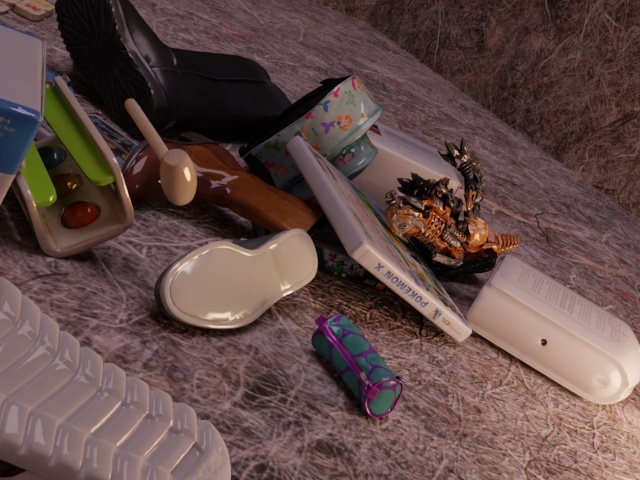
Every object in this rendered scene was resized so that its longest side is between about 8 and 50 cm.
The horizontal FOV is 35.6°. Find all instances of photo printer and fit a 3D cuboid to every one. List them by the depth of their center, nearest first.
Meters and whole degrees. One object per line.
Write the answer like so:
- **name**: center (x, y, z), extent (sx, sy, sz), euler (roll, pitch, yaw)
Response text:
- **photo printer**: center (0.418, 0.157, 1.740), extent (0.307, 0.107, 0.256), euler (31, 20, 9)

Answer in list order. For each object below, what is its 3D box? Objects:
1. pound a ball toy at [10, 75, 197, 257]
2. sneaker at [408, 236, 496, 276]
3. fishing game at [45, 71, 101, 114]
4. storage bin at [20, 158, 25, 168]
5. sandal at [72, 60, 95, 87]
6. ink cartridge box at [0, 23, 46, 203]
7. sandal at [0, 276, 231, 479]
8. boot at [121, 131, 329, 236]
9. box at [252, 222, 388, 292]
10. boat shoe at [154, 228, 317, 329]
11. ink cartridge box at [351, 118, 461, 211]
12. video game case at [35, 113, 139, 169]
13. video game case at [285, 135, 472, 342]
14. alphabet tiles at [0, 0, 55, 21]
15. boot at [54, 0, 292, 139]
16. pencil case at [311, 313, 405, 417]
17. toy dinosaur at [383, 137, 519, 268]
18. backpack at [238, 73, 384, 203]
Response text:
- **pound a ball toy**: center (-0.311, -0.099, 1.341), extent (0.208, 0.136, 0.319), euler (-23, 42, -18)
- **sneaker**: center (0.233, 0.029, 1.906), extent (0.234, 0.084, 0.097), euler (10, -3, -37)
- **fishing game**: center (-0.514, -0.289, 1.745), extent (0.264, 0.041, 0.189), euler (34, 23, 16)
- **storage bin**: center (-0.469, -0.162, 1.085), extent (0.260, 0.123, 0.262), euler (-2, -8, -12)
- **sandal**: center (-0.436, -0.381, 2.023), extent (0.120, 0.086, 0.303), euler (31, 34, -8)
- **ink cartridge box**: center (-0.413, -0.072, 0.914), extent (0.223, 0.307, 0.129), euler (16, 39, -30)
- **sandal**: center (-0.272, 0.151, 0.895), extent (0.416, 0.102, 0.169), euler (36, 33, -12)
- **boot**: center (-0.150, -0.055, 1.538), extent (0.280, 0.096, 0.264), euler (31, 20, 14)
- **box**: center (0.000, 0.000, 1.682), extent (0.233, 0.044, 0.159), euler (20, 21, -21)
- **boat shoe**: center (-0.126, 0.054, 1.360), extent (0.099, 0.116, 0.319), euler (-12, 5, 34)
- **ink cartridge box**: center (0.121, -0.170, 2.137), extent (0.309, 0.130, 0.272), euler (24, 18, -9)
- **video game case**: center (-0.363, -0.149, 1.619), extent (0.201, 0.023, 0.183), euler (34, 21, 21)
- **video game case**: center (0.092, -0.005, 1.639), extent (0.300, 0.036, 0.329), euler (38, 14, -37)
- **alphabet tiles**: center (-0.723, -0.552, 2.155), extent (0.284, 0.021, 0.278), euler (25, 19, -6)
- **boot**: center (-0.275, -0.363, 1.977), extent (0.445, 0.146, 0.367), euler (-10, 70, -55)
- **pencil case**: center (0.048, 0.162, 1.313), extent (0.070, 0.064, 0.152), euler (43, 2, -46)
- **toy dinosaur**: center (0.229, -0.035, 1.774), extent (0.322, 0.164, 0.218), euler (39, 34, -51)
- **backpack**: center (0.004, -0.190, 1.860), extent (0.191, 0.253, 0.225), euler (47, 18, -3)
